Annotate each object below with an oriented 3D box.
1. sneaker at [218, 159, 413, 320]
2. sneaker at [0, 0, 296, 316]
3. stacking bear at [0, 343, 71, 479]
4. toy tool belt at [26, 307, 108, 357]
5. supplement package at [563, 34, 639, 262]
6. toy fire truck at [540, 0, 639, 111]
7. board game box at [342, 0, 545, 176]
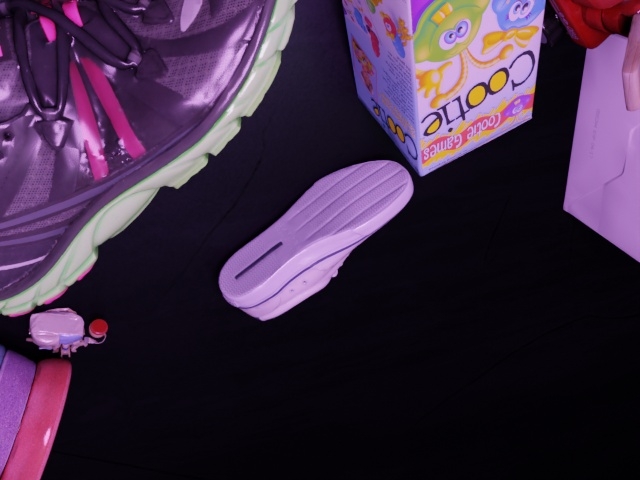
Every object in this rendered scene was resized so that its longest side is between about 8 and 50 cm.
[{"bbox_3d":[0.000,0.000,0.871,0.258,0.094,0.091,-33,146,3],"label":"sneaker"},{"bbox_3d":[-0.201,-0.134,0.626,0.483,0.185,0.202,-47,131,7],"label":"sneaker"},{"bbox_3d":[-0.416,0.159,0.728,0.288,0.175,0.164,19,137,-20],"label":"stacking bear"},{"bbox_3d":[-0.286,0.105,0.824,0.083,0.052,0.051,5,148,-24],"label":"toy tool belt"},{"bbox_3d":[0.439,-0.123,0.909,0.145,0.204,0.262,-15,124,-16],"label":"supplement package"},{"bbox_3d":[0.262,-0.257,0.718,0.158,0.246,0.217,-45,127,6],"label":"toy fire truck"},{"bbox_3d":[0.112,-0.219,0.689,0.142,0.144,0.275,-28,148,-7],"label":"board game box"}]
